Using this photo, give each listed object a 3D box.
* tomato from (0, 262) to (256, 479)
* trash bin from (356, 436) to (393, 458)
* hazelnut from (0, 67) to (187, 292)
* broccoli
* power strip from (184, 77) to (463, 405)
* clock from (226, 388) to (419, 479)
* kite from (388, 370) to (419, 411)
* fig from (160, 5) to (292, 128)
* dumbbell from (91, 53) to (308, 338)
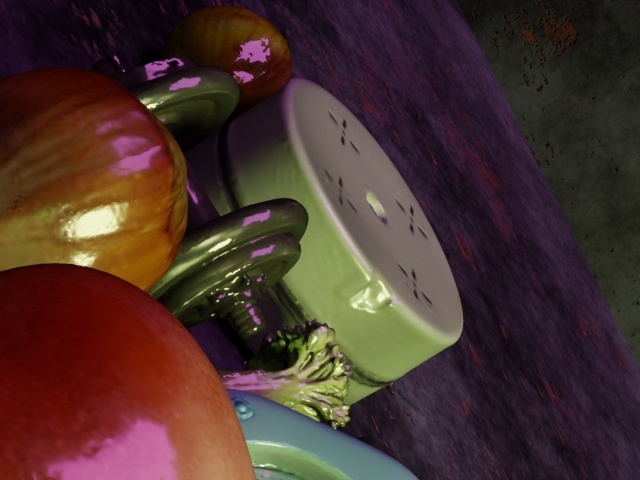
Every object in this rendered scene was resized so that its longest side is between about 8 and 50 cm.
[{"bbox_3d":[-0.166,0.180,0.860,0.321,0.321,0.321,49,20,-26],"label":"tomato"},{"bbox_3d":[0.050,0.309,1.544,0.165,0.115,0.225,50,16,-21],"label":"trash bin"},{"bbox_3d":[-0.200,-0.037,1.327,0.210,0.186,0.210,-17,90,-82],"label":"hazelnut"},{"bbox_3d":[-0.061,0.135,1.545,0.204,0.122,0.118,4,77,-49],"label":"broccoli"},{"bbox_3d":[0.000,0.000,1.815,0.357,0.161,0.357,50,19,-24],"label":"power strip"},{"bbox_3d":[-0.040,0.248,1.309,0.224,0.094,0.274,26,35,-1],"label":"clock"},{"bbox_3d":[0.071,0.114,2.049,0.160,0.010,0.183,45,23,-36],"label":"kite"},{"bbox_3d":[-0.104,-0.176,1.868,0.142,0.148,0.186,47,37,-36],"label":"fig"},{"bbox_3d":[-0.126,-0.040,1.508,0.290,0.192,0.192,61,18,11],"label":"dumbbell"}]
